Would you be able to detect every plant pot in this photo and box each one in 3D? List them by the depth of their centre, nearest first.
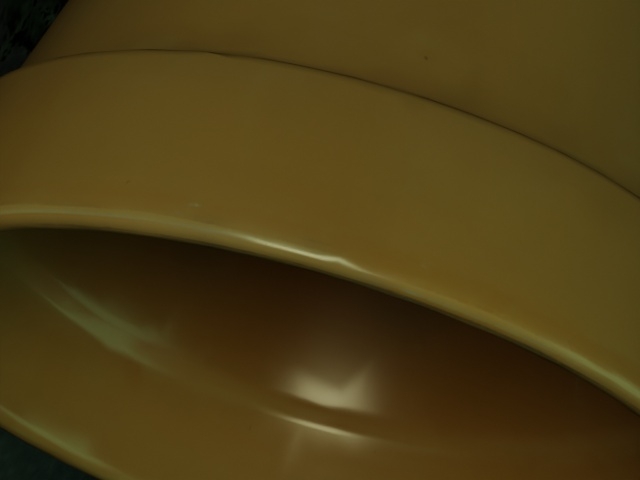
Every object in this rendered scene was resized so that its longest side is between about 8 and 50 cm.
[{"bbox_3d":[0.017,-0.024,0.636,0.291,0.290,0.203,69,34,-62],"label":"plant pot"}]
